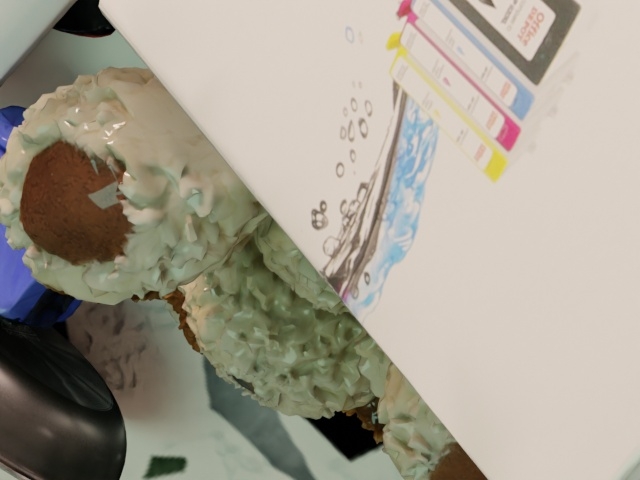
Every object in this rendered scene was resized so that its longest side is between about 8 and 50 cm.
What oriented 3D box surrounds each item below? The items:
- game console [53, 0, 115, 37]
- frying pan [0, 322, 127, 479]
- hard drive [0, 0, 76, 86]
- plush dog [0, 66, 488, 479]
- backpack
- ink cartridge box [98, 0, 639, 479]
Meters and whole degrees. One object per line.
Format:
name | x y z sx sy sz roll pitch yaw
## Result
game console | -0.199 -0.312 0.692 0.342 0.060 0.387 25 129 9
frying pan | -0.210 0.032 0.883 0.053 0.197 0.326 -49 49 4
hard drive | -0.178 -0.184 0.703 0.203 0.040 0.307 45 129 -8
plush dog | 0.000 0.000 0.695 0.262 0.211 0.225 31 150 -6
backpack | -0.148 -0.009 0.806 0.098 0.120 0.101 42 87 9
ink cartridge box | 0.089 -0.057 0.457 0.233 0.171 0.168 50 120 29
